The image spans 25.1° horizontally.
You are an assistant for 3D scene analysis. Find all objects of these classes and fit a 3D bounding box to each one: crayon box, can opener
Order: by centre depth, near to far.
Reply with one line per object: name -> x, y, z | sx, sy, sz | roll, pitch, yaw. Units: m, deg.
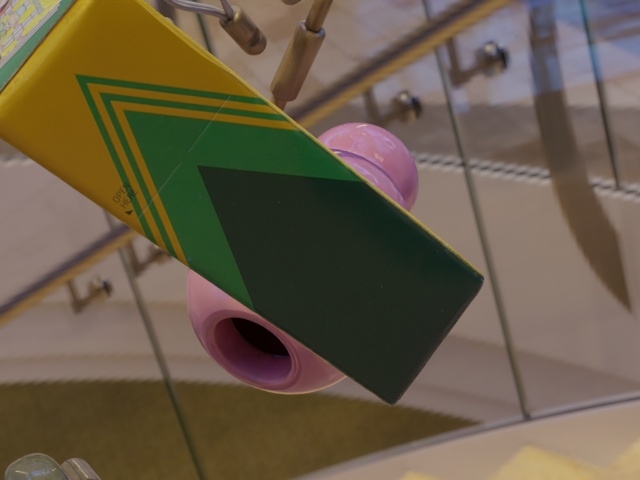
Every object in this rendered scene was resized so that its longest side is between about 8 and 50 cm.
crayon box -> -0.113, -0.076, 0.906 | 0.106, 0.313, 0.363 | -54, 34, 0
can opener -> -0.201, 0.192, 1.111 | 0.076, 0.095, 0.283 | -25, 5, -14

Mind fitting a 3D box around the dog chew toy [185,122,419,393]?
dog chew toy -> 0.000, 0.000, 1.495 | 0.206, 0.207, 0.332 | -1, 40, 32

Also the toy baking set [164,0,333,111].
toy baking set -> -0.085, -0.192, 1.364 | 0.196, 0.256, 0.030 | 5, 43, -33
